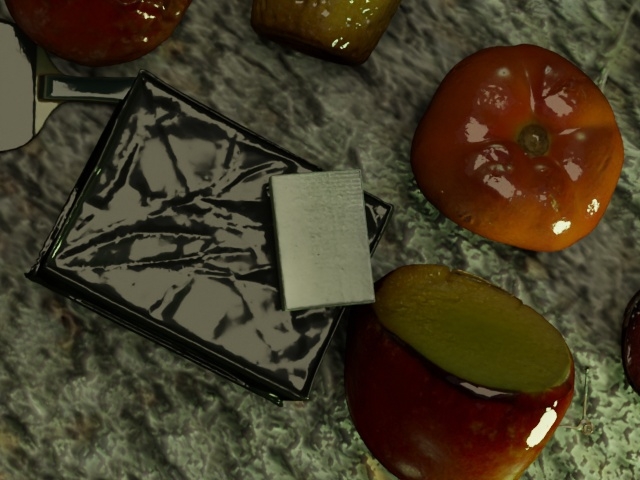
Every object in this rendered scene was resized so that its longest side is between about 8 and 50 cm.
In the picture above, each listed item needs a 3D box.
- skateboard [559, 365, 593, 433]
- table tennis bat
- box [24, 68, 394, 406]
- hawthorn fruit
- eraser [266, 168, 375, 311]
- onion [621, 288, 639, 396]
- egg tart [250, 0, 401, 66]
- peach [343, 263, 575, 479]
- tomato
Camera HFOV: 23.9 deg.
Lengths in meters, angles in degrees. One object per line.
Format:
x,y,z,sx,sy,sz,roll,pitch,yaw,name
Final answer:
0.310,0.195,1.875,0.064,0.032,0.083,7,84,3,skateboard
-0.369,-0.188,1.835,0.301,0.022,0.173,1,83,-8,table tennis bat
-0.128,0.004,1.738,0.345,0.204,0.251,27,78,-8,box
-0.257,-0.337,1.747,0.242,0.271,0.241,2,72,-8,hawthorn fruit
0.000,0.000,1.649,0.104,0.023,0.150,-5,83,-13,eraser
0.460,0.126,1.852,0.147,0.184,0.184,-7,81,-51,onion
0.008,-0.298,1.822,0.203,0.202,0.147,18,89,-5,egg tart
0.143,0.162,1.750,0.275,0.248,0.245,37,99,12,peach
0.238,-0.108,1.829,0.260,0.180,0.259,2,82,-11,tomato
